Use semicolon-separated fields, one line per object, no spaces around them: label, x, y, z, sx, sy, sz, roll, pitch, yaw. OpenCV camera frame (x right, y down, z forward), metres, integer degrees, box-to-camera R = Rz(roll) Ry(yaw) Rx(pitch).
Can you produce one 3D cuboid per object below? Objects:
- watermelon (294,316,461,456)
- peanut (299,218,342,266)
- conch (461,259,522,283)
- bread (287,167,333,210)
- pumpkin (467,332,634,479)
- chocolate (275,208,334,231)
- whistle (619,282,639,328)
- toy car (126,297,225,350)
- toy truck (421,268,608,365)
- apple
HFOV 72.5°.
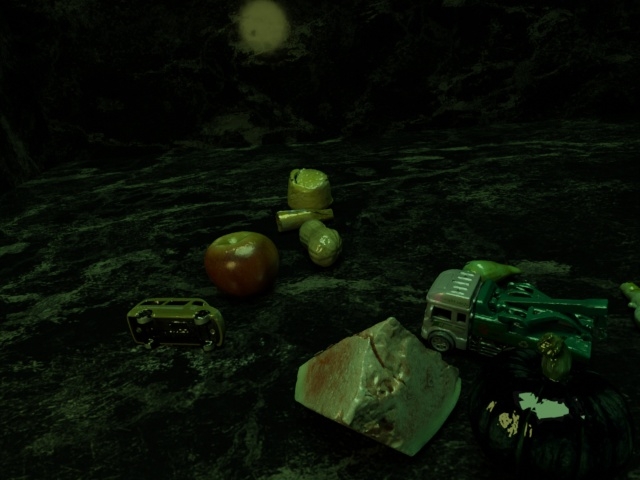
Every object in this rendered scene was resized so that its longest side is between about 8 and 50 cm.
watermelon;0.104;0.263;0.819;0.310;0.231;0.193;20;69;13
peanut;0.000;0.000;1.442;0.124;0.123;0.256;-12;24;-11
conch;0.453;0.091;1.210;0.201;0.079;0.095;-1;9;-29
bread;-0.044;-0.196;1.766;0.197;0.170;0.197;0;39;0
pumpkin;0.376;0.260;0.720;0.248;0.247;0.248;-5;27;3
chocolate;-0.057;-0.086;1.663;0.220;0.085;0.085;-10;27;-15
whistle;0.779;0.163;1.033;0.104;0.057;0.198;-18;17;11
toy car;-0.359;0.207;1.131;0.257;0.101;0.124;-1;24;12
toy truck;0.409;0.175;0.953;0.364;0.177;0.176;8;31;31
apple;-0.231;0.071;1.298;0.211;0.173;0.235;-21;22;-18
